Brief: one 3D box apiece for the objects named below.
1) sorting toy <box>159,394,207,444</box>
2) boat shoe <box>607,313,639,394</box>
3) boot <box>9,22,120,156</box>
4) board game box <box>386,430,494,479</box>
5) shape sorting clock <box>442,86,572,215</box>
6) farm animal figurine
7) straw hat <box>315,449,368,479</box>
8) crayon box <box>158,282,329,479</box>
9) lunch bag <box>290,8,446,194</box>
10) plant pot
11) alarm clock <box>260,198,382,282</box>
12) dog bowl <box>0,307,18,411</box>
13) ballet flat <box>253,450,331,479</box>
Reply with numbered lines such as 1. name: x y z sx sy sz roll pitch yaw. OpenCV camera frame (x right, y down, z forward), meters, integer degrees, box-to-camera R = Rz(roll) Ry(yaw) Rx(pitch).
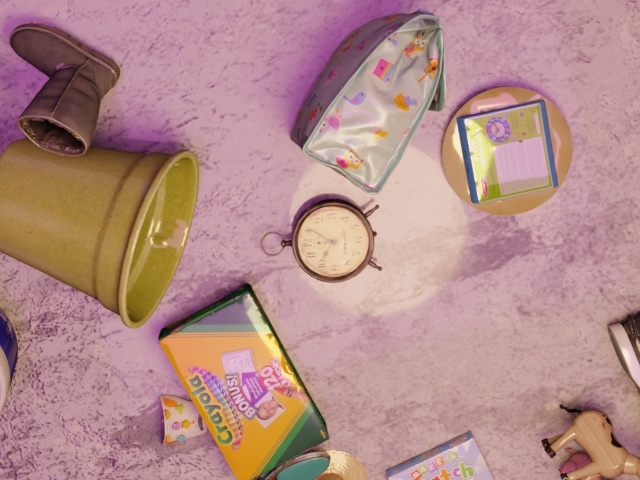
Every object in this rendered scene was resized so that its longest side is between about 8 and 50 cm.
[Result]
1. sorting toy: -0.224 0.298 1.670 0.075 0.045 0.083 -4 100 -21
2. boat shoe: 0.569 0.261 1.652 0.091 0.114 0.302 -23 100 8
3. boot: -0.400 -0.221 1.485 0.190 0.208 0.076 20 135 -4
4. board game box: 0.227 0.449 1.708 0.160 0.039 0.211 -26 99 3
5. shape sorting clock: 0.296 -0.141 1.609 0.206 0.040 0.206 -1 104 -3
6. farm animal figurine: 0.515 0.436 1.585 0.172 0.326 0.330 -31 113 7
7. straw hat: 0.012 0.425 1.685 0.145 0.061 0.144 0 100 -3
8. crayon box: -0.122 0.230 1.634 0.165 0.081 0.278 -28 100 0
9. lunch bag: 0.082 -0.219 1.496 0.160 0.223 0.262 30 96 -13
10. plant pot: -0.350 -0.037 1.512 0.254 0.276 0.276 17 99 7
11. alarm clock: 0.000 0.000 1.611 0.192 0.064 0.129 -3 100 -4
12. dog bowl: -0.606 0.185 1.555 0.265 0.104 0.264 -1 122 -2
13. ballet flat: -0.070 0.388 1.673 0.188 0.070 0.070 -33 99 5
